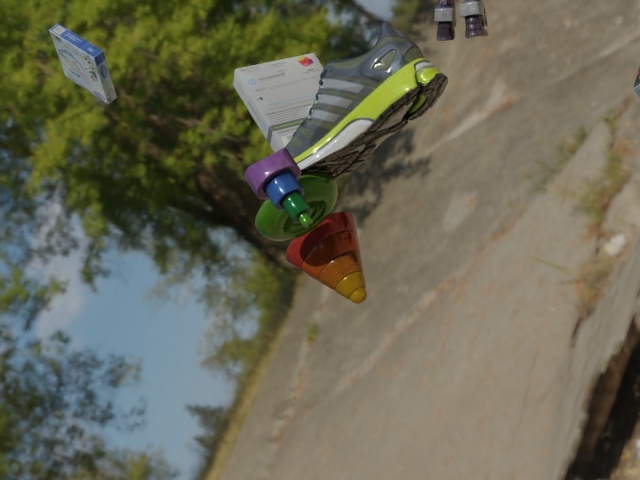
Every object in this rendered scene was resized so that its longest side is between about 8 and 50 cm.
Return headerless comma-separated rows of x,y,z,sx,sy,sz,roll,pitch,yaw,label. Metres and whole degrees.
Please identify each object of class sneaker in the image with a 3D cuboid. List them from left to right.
0.030,-0.174,1.486,0.300,0.121,0.111,-34,-20,23,sneaker

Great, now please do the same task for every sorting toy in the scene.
0.000,0.000,1.512,0.127,0.126,0.365,-34,-24,1,sorting toy

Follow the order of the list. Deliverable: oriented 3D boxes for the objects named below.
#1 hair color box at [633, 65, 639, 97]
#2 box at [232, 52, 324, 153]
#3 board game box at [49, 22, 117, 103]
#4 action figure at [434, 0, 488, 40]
0.628,-0.318,1.761,0.185,0.113,0.374,-35,10,33,hair color box
-0.033,-0.206,1.700,0.145,0.186,0.038,-17,-32,-25,box
-0.322,-0.240,1.487,0.020,0.090,0.090,-44,-27,-25,board game box
0.235,-0.501,1.939,0.099,0.185,0.285,-36,-56,-58,action figure
